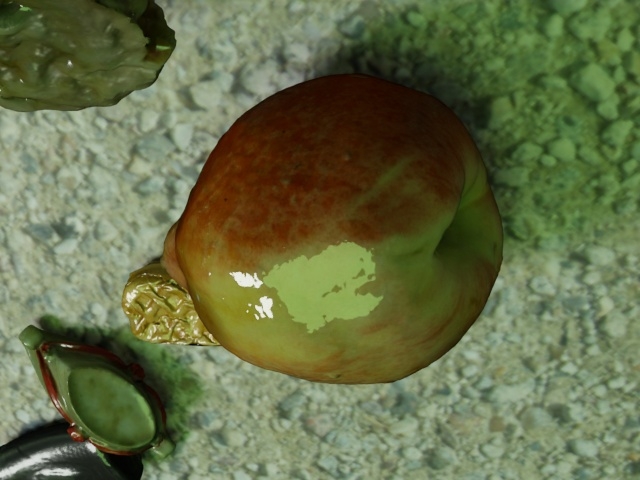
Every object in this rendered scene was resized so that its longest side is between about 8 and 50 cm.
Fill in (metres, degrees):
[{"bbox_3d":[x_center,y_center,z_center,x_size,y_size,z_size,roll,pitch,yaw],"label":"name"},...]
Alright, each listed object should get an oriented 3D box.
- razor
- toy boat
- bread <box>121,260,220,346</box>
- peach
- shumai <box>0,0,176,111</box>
[{"bbox_3d":[-0.244,0.217,1.440,0.148,0.054,0.090,-21,120,25],"label":"razor"},{"bbox_3d":[-0.196,0.143,1.365,0.185,0.071,0.089,44,82,-20],"label":"toy boat"},{"bbox_3d":[-0.117,0.055,1.294,0.111,0.044,0.083,0,125,16],"label":"bread"},{"bbox_3d":[0.000,0.000,1.118,0.257,0.232,0.232,-6,125,29],"label":"peach"},{"bbox_3d":[-0.277,-0.171,0.973,0.283,0.217,0.346,-36,141,-6],"label":"shumai"}]
